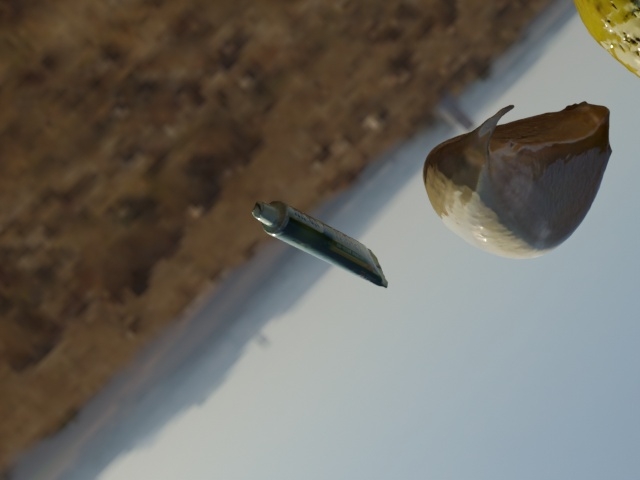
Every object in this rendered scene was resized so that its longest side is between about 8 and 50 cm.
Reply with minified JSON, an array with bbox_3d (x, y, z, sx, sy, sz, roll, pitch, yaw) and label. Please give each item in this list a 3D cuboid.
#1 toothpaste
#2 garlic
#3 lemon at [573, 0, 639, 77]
[{"bbox_3d":[0.000,0.000,1.748,0.031,0.049,0.204,-37,145,20],"label":"toothpaste"},{"bbox_3d":[0.178,-0.065,1.733,0.164,0.145,0.245,-52,160,23],"label":"garlic"},{"bbox_3d":[0.287,-0.219,1.200,0.258,0.258,0.310,-46,-171,49],"label":"lemon"}]
